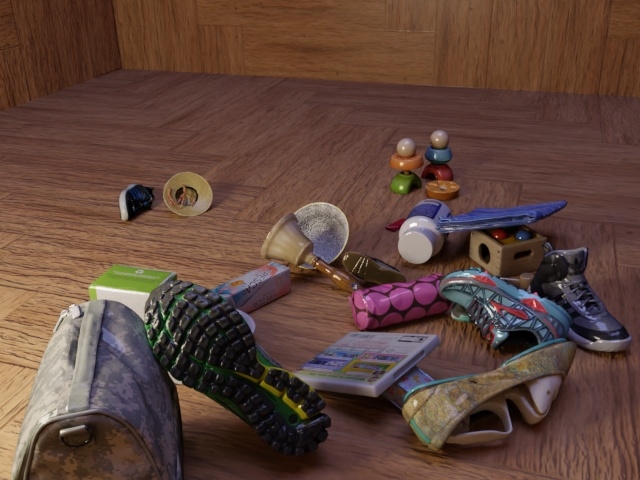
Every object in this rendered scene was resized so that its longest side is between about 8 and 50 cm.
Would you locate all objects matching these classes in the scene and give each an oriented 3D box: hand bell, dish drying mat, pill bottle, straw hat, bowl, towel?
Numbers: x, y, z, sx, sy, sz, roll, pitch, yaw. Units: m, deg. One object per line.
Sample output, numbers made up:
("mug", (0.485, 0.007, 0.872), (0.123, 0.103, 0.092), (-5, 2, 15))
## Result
("hand bell", (-0.002, 0.053, 1.561), (0.242, 0.126, 0.126), (34, 37, 16))
("dish drying mat", (0.211, -0.043, 1.866), (0.032, 0.008, 0.083), (19, 32, 37))
("pill bottle", (0.254, -0.020, 1.695), (0.112, 0.111, 0.186), (9, 27, 19))
("straw hat", (-0.390, -0.124, 1.991), (0.145, 0.144, 0.061), (-17, -10, -30))
("bowl", (0.000, 0.000, 1.668), (0.170, 0.170, 0.080), (11, -16, 25))
("towel", (0.444, -0.067, 1.673), (0.243, 0.040, 0.336), (-5, 5, 30))

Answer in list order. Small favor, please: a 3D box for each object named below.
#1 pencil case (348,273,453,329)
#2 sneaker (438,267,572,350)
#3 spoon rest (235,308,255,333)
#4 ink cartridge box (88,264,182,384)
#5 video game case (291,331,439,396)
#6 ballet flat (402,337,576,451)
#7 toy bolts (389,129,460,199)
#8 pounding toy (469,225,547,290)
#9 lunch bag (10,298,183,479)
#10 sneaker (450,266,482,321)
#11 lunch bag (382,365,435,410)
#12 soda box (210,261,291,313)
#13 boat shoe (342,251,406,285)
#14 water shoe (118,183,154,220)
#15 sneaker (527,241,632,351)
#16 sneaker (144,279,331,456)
("pencil case", (0.167, 0.121, 1.435), (0.210, 0.095, 0.098), (-7, 9, -18))
("sneaker", (0.341, 0.144, 1.330), (0.262, 0.104, 0.125), (20, 64, 23))
("spoon rest", (-0.259, 0.158, 1.378), (0.277, 0.084, 0.137), (11, 28, 25))
("ink cartridge box", (-0.274, 0.159, 1.257), (0.255, 0.188, 0.097), (6, 25, 11))
("video game case", (0.075, 0.216, 1.233), (0.213, 0.023, 0.193), (-5, 16, 45))
("ballet flat", (0.300, 0.259, 1.129), (0.349, 0.123, 0.123), (-12, 28, -23))
("toy bolts", (0.345, -0.239, 2.097), (0.218, 0.158, 0.229), (17, 31, 34))
("pounding toy", (0.433, 0.032, 1.598), (0.181, 0.094, 0.206), (-10, 27, -19))
("lunch bag", (-0.309, 0.254, 0.978), (0.213, 0.255, 0.305), (-6, 25, -10))
("sneaker", (0.313, 0.111, 1.458), (0.065, 0.076, 0.166), (6, 26, 16))
("lunch bag", (0.158, 0.260, 1.179), (0.083, 0.053, 0.071), (35, 38, 20))
("soda box", (-0.148, 0.108, 1.499), (0.058, 0.062, 0.183), (20, 33, 40))
("boat shoe", (0.121, 0.069, 1.569), (0.152, 0.056, 0.049), (27, 9, 3))
("water shoe", (-0.524, -0.117, 1.979), (0.080, 0.072, 0.203), (0, 26, -3))
("sneaker", (0.514, 0.103, 1.377), (0.101, 0.153, 0.268), (-11, 27, -18))
("sneaker", (-0.143, 0.202, 1.078), (0.134, 0.343, 0.146), (-45, 7, -16))
